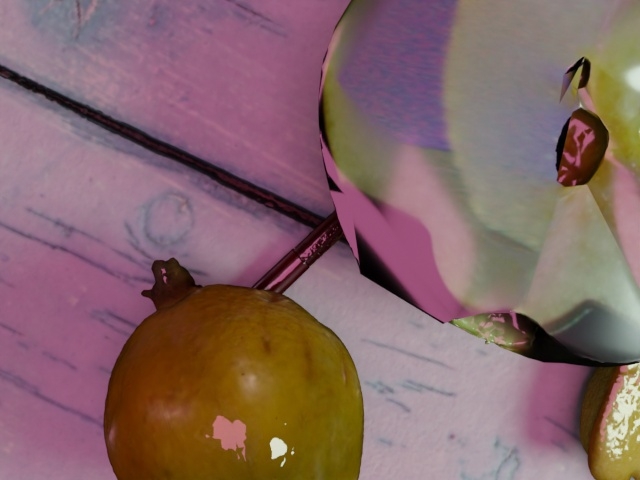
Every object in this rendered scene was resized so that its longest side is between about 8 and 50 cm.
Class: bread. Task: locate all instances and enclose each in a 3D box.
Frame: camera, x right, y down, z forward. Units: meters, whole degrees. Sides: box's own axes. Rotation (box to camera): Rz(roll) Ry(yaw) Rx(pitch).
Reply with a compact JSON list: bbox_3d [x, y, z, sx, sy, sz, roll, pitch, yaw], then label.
[{"bbox_3d":[0.321,0.151,0.729,0.149,0.065,0.188,23,87,-14],"label":"bread"}]

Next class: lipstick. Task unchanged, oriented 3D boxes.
[{"bbox_3d":[0.000,0.000,0.724,0.176,0.027,0.027,-44,93,-2],"label":"lipstick"}]

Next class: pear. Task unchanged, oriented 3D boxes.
[{"bbox_3d":[0.194,-0.092,0.660,0.398,0.165,0.399,0,92,-3],"label":"pear"}]

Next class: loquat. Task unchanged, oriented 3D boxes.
[{"bbox_3d":[-0.079,0.126,0.642,0.213,0.213,0.246,-28,82,-2],"label":"loquat"}]
